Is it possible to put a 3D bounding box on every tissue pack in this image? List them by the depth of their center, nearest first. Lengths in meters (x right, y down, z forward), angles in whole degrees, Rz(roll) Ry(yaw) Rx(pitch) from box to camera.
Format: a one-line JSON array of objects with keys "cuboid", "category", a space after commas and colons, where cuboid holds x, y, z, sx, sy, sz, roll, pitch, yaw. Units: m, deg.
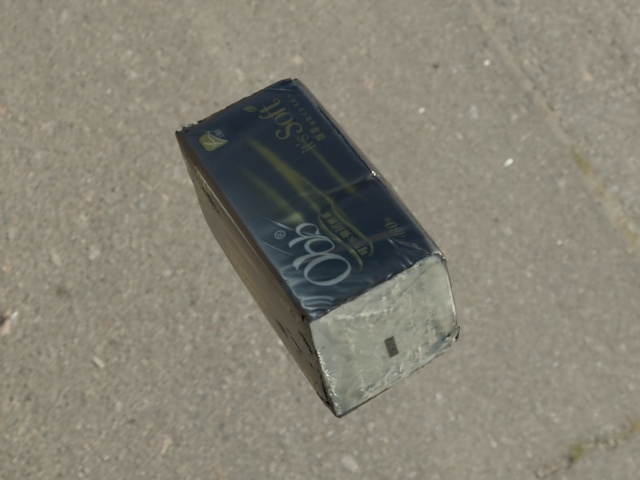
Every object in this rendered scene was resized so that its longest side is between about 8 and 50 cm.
[{"cuboid": [0.000, 0.000, 1.374, 0.198, 0.210, 0.370, -26, 49, -13], "category": "tissue pack"}]
